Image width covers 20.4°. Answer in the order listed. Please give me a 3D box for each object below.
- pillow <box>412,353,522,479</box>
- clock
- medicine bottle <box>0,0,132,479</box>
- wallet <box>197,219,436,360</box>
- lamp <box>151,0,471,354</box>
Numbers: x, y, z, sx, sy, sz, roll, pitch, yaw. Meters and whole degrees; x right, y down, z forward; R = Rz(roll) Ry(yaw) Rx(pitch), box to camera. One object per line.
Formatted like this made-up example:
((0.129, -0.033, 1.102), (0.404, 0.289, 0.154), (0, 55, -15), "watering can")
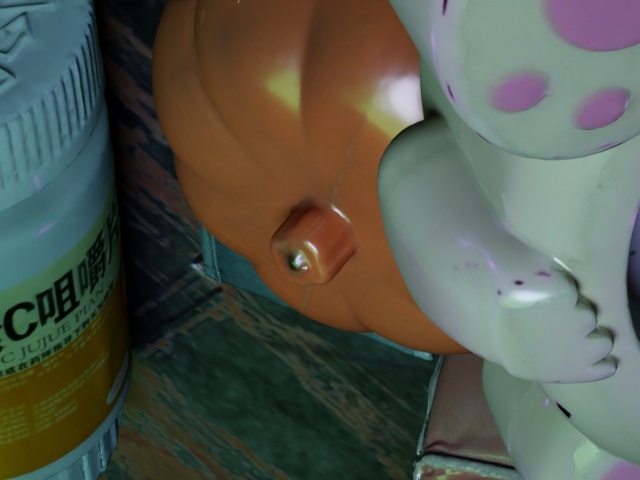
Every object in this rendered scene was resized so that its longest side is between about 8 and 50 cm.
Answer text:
((0.093, 0.099, 0.711), (0.126, 0.232, 0.043), (4, 164, 30), "pillow")
((0.153, -0.045, 0.465), (0.309, 0.284, 0.114), (78, 171, -49), "clock")
((-0.173, 0.005, 0.852), (0.158, 0.158, 0.318), (23, 145, 15), "medicine bottle")
((0.000, 0.000, 0.821), (0.129, 0.026, 0.088), (19, 137, 23), "wallet")
((0.031, -0.046, 0.621), (0.188, 0.164, 0.187), (24, 146, 18), "lamp")
